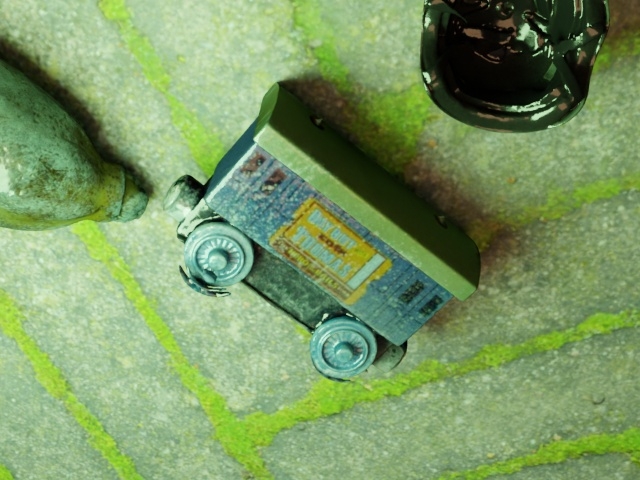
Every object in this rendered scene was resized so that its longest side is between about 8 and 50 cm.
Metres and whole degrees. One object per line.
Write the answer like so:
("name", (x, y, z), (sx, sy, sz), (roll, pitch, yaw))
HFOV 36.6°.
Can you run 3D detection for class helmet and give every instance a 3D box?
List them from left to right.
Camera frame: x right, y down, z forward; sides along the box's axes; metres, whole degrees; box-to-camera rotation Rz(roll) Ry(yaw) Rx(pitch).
("helmet", (0.163, -0.185, 0.840), (0.153, 0.107, 0.177), (11, 104, 3))

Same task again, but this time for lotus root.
("lotus root", (-0.320, -0.089, 0.937), (0.322, 0.140, 0.158), (30, 121, -15))

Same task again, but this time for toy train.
("toy train", (0.000, 0.000, 0.969), (0.299, 0.131, 0.202), (36, 112, -17))
